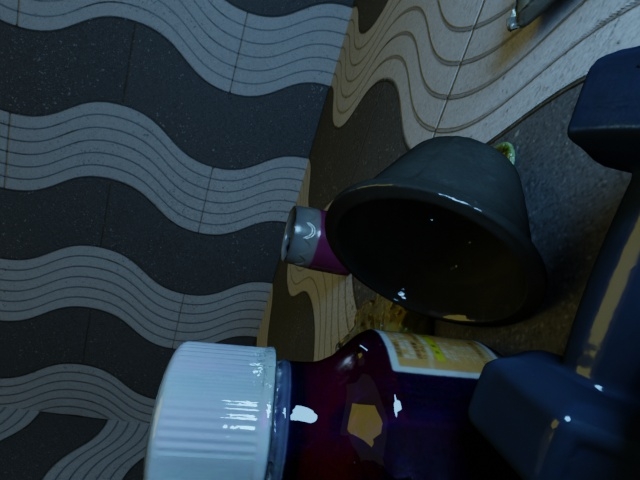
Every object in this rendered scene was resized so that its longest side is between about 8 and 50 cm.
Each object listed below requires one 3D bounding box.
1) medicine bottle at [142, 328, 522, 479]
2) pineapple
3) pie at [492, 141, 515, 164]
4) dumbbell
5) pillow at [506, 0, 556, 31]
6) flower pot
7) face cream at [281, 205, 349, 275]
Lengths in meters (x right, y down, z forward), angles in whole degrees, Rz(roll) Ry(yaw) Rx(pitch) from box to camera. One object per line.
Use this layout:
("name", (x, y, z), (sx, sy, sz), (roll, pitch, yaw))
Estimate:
("medicine bottle", (0.024, 0.208, 0.458), (0.242, 0.395, 0.242), (-167, 90, -81))
("pineapple", (0.114, 0.179, 0.709), (0.186, 0.115, 0.236), (-94, 25, -53))
("pie", (0.255, -0.104, 0.598), (0.084, 0.021, 0.084), (-167, 90, -77))
("dumbbell", (0.232, 0.030, 0.298), (0.144, 0.160, 0.324), (23, 102, 46))
("pillow", (0.333, -0.389, 0.487), (0.255, 0.059, 0.169), (144, 139, -72))
("flower pot", (0.155, -0.026, 0.528), (0.166, 0.269, 0.269), (-62, 5, -29))
("face cream", (0.000, 0.000, 1.161), (0.175, 0.195, 0.175), (-169, 90, -77))
